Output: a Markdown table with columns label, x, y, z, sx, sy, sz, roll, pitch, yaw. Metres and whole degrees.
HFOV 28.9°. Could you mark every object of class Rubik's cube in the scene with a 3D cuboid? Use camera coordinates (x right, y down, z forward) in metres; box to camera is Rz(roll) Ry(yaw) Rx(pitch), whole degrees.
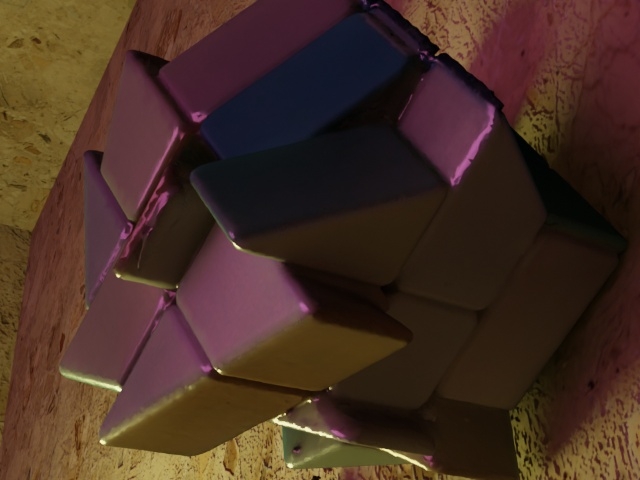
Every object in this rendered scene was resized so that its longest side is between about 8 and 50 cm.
| label | x | y | z | sx | sy | sz | roll | pitch | yaw |
| --- | --- | --- | --- | --- | --- | --- | --- | --- | --- |
| Rubik's cube | 0.000 | 0.000 | 0.955 | 0.368 | 0.358 | 0.387 | -59 | 38 | 18 |

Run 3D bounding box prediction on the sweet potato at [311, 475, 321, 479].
| label | x | y | z | sx | sy | sz | roll | pitch | yaw |
| --- | --- | --- | --- | --- | --- | --- | --- | --- | --- |
| sweet potato | -0.034 | 0.353 | 1.178 | 0.075 | 0.074 | 0.269 | 149 | 131 | -61 |
